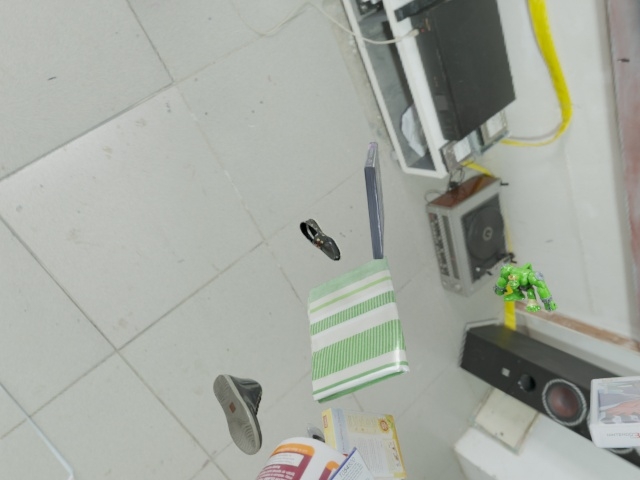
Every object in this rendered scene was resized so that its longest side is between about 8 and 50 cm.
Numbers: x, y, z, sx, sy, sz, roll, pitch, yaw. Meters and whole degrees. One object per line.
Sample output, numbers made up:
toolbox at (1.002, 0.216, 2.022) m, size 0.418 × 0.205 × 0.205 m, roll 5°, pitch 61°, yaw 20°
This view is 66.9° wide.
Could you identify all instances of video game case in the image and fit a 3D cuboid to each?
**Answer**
video game case at (0.124, -0.100, 1.087) m, size 0.026 × 0.274 × 0.196 m, roll -4°, pitch 111°, yaw 11°
video game case at (0.356, 0.151, 0.455) m, size 0.201 × 0.183 × 0.023 m, roll 5°, pitch 72°, yaw -61°

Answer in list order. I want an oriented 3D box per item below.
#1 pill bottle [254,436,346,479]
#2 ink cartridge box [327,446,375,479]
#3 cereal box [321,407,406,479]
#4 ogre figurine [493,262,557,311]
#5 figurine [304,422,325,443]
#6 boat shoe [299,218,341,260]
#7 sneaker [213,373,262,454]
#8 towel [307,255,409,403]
pill bottle at (-0.081, 0.577, 0.866) m, size 0.392 × 0.224 × 0.224 m, roll -45°, pitch 128°, yaw -52°
ink cartridge box at (0.045, 0.512, 0.814) m, size 0.223 × 0.045 × 0.224 m, roll -28°, pitch 89°, yaw -48°
cereal box at (0.117, 0.553, 1.309) m, size 0.240 × 0.173 × 0.047 m, roll 20°, pitch 135°, yaw -32°
ogre figurine at (0.596, 0.133, 1.431) m, size 0.096 × 0.197 × 0.118 m, roll -17°, pitch 108°, yaw -8°
figurine at (0.031, 0.625, 1.385) m, size 0.092 × 0.215 × 0.209 m, roll -39°, pitch 92°, yaw -12°
boat shoe at (-0.001, 0.001, 1.119) m, size 0.042 × 0.133 × 0.049 m, roll -14°, pitch 142°, yaw -39°
sneaker at (-0.176, 0.430, 1.226) m, size 0.118 × 0.222 × 0.083 m, roll 18°, pitch 118°, yaw -48°
towel at (0.078, 0.208, 1.171) m, size 0.247 × 0.325 × 0.038 m, roll -27°, pitch 130°, yaw 20°
